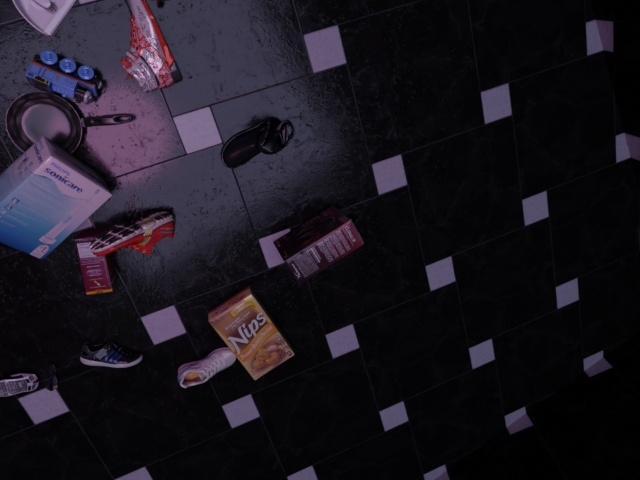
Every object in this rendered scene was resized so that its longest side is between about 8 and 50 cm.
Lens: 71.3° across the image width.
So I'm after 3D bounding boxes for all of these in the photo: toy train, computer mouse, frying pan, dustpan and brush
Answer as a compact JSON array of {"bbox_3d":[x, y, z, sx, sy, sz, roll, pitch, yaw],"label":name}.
[{"bbox_3d":[-0.726,-0.459,1.268,0.184,0.080,0.105,20,78,-18],"label":"toy train"},{"bbox_3d":[-1.007,0.480,1.525,0.193,0.042,0.106,-5,113,-21],"label":"computer mouse"},{"bbox_3d":[-0.753,-0.369,1.318,0.326,0.053,0.197,-31,113,-7],"label":"frying pan"},{"bbox_3d":[-0.796,-0.682,1.197,0.211,0.060,0.147,36,95,-23],"label":"dustpan and brush"}]

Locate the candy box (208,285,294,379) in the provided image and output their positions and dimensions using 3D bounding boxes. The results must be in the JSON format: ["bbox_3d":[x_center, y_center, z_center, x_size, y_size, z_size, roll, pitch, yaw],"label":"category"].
[{"bbox_3d":[-0.257,0.350,1.675,0.183,0.087,0.316,-33,113,-5],"label":"candy box"}]

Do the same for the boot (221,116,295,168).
[{"bbox_3d":[-0.205,-0.306,1.413,0.246,0.207,0.094,-35,114,-2],"label":"boot"}]

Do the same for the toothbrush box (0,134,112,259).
[{"bbox_3d":[-0.805,-0.118,1.294,0.295,0.126,0.216,-42,146,2],"label":"toothbrush box"}]

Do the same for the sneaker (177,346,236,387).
[{"bbox_3d":[-0.419,0.480,1.668,0.229,0.092,0.087,-24,111,-9],"label":"sneaker"}]

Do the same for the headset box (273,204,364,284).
[{"bbox_3d":[0.000,0.000,1.566,0.293,0.218,0.110,-32,113,-4],"label":"headset box"}]

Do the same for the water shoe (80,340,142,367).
[{"bbox_3d":[-0.729,0.394,1.560,0.203,0.073,0.080,5,103,-18],"label":"water shoe"}]

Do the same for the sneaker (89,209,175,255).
[{"bbox_3d":[-0.578,0.000,1.412,0.279,0.107,0.118,-29,128,-40],"label":"sneaker"}]

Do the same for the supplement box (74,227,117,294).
[{"bbox_3d":[-0.720,0.066,1.438,0.081,0.104,0.188,-7,109,-14],"label":"supplement box"}]

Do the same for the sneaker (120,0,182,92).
[{"bbox_3d":[-0.528,-0.572,1.296,0.145,0.090,0.270,-27,115,-9],"label":"sneaker"}]
